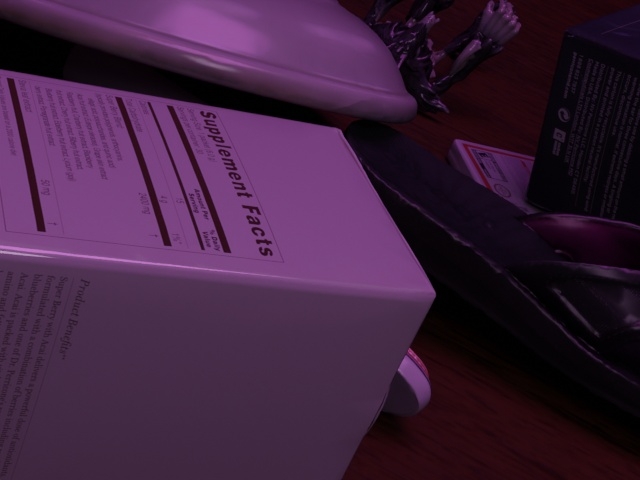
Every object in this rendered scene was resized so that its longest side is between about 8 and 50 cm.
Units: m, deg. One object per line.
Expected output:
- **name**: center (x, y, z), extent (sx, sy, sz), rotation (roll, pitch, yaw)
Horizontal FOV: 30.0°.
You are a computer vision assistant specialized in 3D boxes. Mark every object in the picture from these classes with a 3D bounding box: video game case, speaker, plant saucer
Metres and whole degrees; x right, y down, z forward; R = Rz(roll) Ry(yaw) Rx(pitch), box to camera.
- **video game case**: center (0.277, -0.010, 1.158), extent (0.285, 0.025, 0.204), rotation (11, 32, -21)
- **speaker**: center (-0.150, -0.119, 1.004), extent (0.136, 0.055, 0.055), rotation (34, 31, 18)
- **plant saucer**: center (-0.100, -0.199, 0.996), extent (0.400, 0.100, 0.400), rotation (16, 10, -3)

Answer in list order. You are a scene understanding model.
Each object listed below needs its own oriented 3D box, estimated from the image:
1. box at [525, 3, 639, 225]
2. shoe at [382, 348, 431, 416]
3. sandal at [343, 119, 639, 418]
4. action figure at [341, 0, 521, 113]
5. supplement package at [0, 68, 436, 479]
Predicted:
- **box**: center (0.424, -0.095, 1.093), extent (0.312, 0.179, 0.343), rotation (32, 39, 33)
- **shoe**: center (0.021, 0.045, 0.836), extent (0.178, 0.063, 0.081), rotation (34, 51, 25)
- **sandal**: center (0.211, 0.031, 0.914), extent (0.446, 0.107, 0.167), rotation (33, 24, -7)
- **action figure**: center (0.121, -0.237, 1.299), extent (0.164, 0.141, 0.276), rotation (39, 30, 4)
- **supplement package**: center (-0.120, 0.030, 0.664), extent (0.293, 0.177, 0.175), rotation (8, 33, -26)
